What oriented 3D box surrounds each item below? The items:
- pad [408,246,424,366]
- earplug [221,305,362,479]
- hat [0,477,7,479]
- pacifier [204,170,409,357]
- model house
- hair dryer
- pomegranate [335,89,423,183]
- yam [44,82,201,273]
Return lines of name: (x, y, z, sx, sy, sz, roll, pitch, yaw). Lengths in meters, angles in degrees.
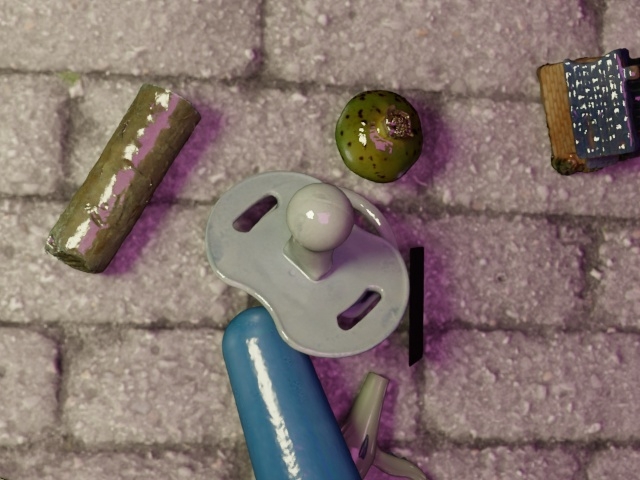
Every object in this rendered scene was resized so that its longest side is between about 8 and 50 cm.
pad: (0.130, 0.087, 1.368, 0.003, 0.112, 0.157, 1, 91, 16)
earplug: (-0.049, 0.215, 1.308, 0.132, 0.132, 0.273, -18, 77, -10)
hat: (-0.446, 0.399, 1.280, 0.193, 0.082, 0.193, 5, 53, -7)
pacifier: (0.000, 0.000, 1.267, 0.238, 0.226, 0.287, -38, 77, -22)
model house: (0.421, -0.186, 1.384, 0.183, 0.172, 0.166, -12, 92, -11)
hair dryer: (0.107, 0.273, 1.399, 0.199, 0.067, 0.167, 12, 83, -22)
pomegranate: (0.084, -0.140, 1.343, 0.130, 0.130, 0.130, 0, 91, -11)
yam: (-0.254, -0.075, 1.295, 0.093, 0.093, 0.259, 32, 86, -10)
